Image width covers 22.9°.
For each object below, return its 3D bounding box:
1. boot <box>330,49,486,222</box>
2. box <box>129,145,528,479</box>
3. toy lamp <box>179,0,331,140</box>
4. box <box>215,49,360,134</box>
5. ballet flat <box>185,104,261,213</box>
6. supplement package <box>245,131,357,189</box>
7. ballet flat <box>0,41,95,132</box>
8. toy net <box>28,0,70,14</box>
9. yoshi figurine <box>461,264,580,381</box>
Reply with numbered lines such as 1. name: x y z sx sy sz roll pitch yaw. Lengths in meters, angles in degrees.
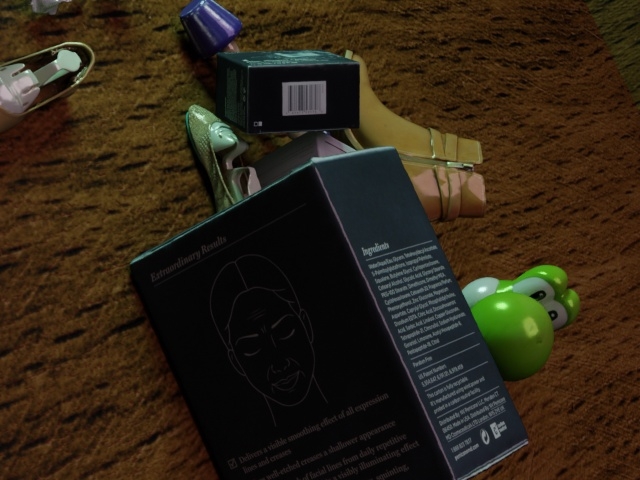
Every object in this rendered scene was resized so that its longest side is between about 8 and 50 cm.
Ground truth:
1. boot: 0.129 -0.151 2.336 0.220 0.109 0.283 -1 62 -7
2. box: 0.009 0.131 1.872 0.212 0.293 0.395 -16 80 -59
3. toy lamp: -0.093 -0.224 2.208 0.274 0.080 0.080 50 33 -24
4. box: -0.046 -0.199 2.101 0.156 0.158 0.093 -4 103 -19
5. ballet flat: -0.116 -0.095 2.080 0.073 0.067 0.206 -3 68 -54
6. supplement package: 0.000 0.000 2.113 0.139 0.134 0.244 26 46 -45
7. ballet flat: -0.339 -0.184 1.815 0.080 0.073 0.232 58 32 -7
8. toy net: -0.281 -0.353 1.976 0.045 0.122 0.232 24 41 14
9. yoshi figurine: 0.152 0.147 1.984 0.203 0.362 0.203 43 25 -44
